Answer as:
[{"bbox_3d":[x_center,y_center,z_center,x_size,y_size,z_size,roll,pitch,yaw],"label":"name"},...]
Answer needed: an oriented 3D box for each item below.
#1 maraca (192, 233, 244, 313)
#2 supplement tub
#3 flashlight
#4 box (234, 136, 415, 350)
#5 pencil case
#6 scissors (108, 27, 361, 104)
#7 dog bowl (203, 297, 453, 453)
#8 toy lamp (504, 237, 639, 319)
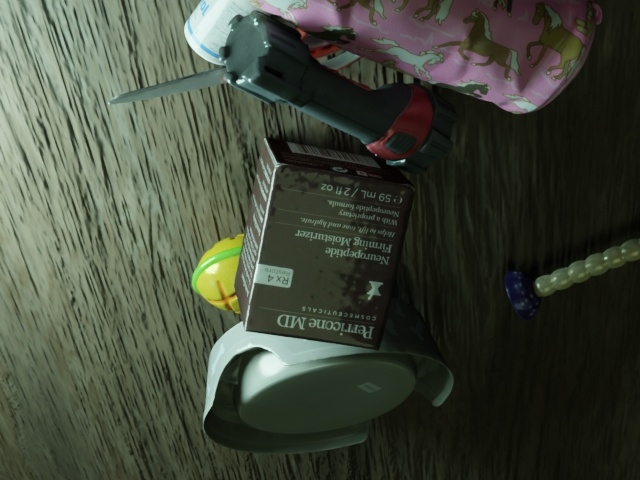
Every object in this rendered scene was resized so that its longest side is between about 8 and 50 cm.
[{"bbox_3d":[-0.078,0.043,1.644,0.185,0.099,0.127,-1,149,-24],"label":"maraca"},{"bbox_3d":[-0.094,-0.249,1.356,0.071,0.071,0.107,24,130,-24],"label":"supplement tub"},{"bbox_3d":[0.022,-0.164,1.375,0.304,0.103,0.103,22,167,-41],"label":"flashlight"},{"bbox_3d":[0.000,0.000,1.493,0.168,0.167,0.203,9,104,-11],"label":"box"},{"bbox_3d":[0.095,-0.262,1.285,0.386,0.160,0.167,20,164,-20],"label":"pencil case"},{"bbox_3d":[-0.083,-0.182,1.384,0.297,0.021,0.109,-24,154,-4],"label":"scissors"},{"bbox_3d":[0.004,0.185,1.726,0.348,0.102,0.349,-9,152,-5],"label":"dog bowl"},{"bbox_3d":[0.380,0.024,1.642,0.274,0.080,0.080,-23,132,25],"label":"toy lamp"}]
